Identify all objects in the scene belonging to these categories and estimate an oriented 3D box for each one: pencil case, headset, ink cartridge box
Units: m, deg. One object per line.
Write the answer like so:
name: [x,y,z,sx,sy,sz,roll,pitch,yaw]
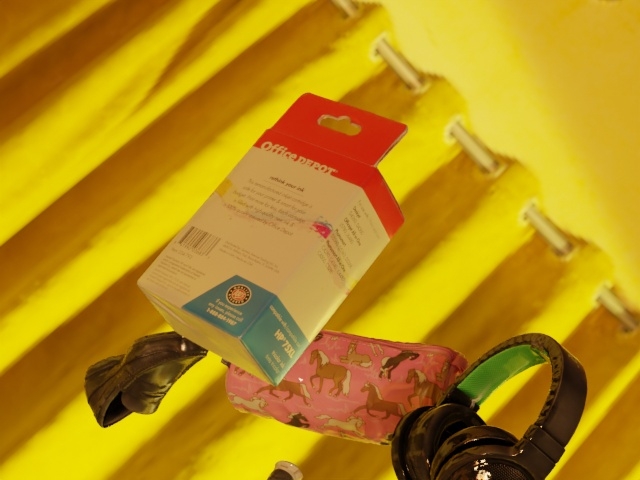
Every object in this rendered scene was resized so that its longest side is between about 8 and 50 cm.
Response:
pencil case: [0.044,0.221,2.001,0.386,0.160,0.167,10,-36,20]
headset: [0.192,0.298,1.565,0.185,0.394,0.243,42,-7,-18]
ink cartridge box: [-0.026,-0.008,1.073,0.134,0.231,0.078,24,-24,40]

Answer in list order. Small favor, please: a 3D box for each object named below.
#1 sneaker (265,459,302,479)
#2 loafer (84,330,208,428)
sneaker: [-0.069,0.422,1.947,0.065,0.076,0.167,7,-71,27]
loafer: [-0.193,0.156,1.434,0.223,0.076,0.078,-29,-115,46]
